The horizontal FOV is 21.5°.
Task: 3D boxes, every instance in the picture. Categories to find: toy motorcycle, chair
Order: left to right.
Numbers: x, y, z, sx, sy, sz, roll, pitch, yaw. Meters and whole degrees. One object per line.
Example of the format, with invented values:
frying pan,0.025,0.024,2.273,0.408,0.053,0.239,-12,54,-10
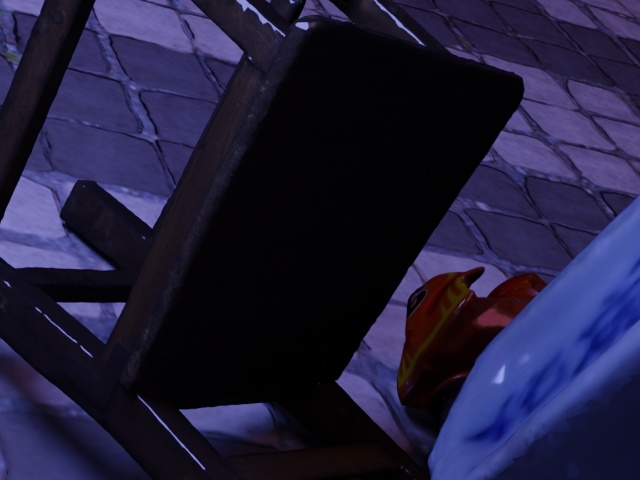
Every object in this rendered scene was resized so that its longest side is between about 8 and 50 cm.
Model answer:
chair,0.000,0.000,0.811,0.416,0.240,0.203,38,17,28
toy motorcycle,0.148,0.076,0.997,0.171,0.089,0.298,39,28,31

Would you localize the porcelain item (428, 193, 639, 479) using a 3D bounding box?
porcelain item,0.249,0.159,0.689,0.405,0.242,0.178,39,27,-6
